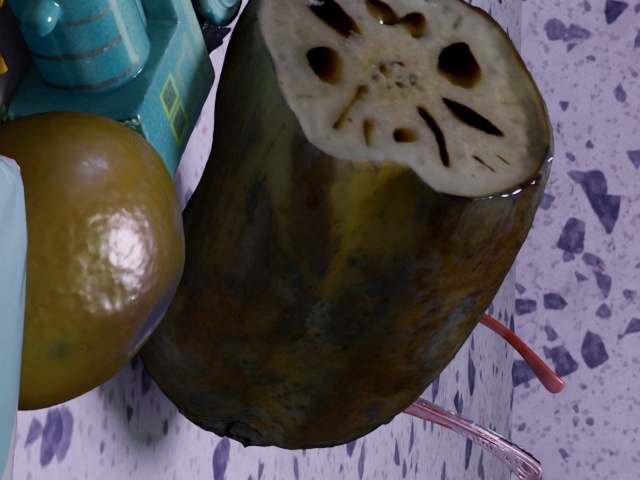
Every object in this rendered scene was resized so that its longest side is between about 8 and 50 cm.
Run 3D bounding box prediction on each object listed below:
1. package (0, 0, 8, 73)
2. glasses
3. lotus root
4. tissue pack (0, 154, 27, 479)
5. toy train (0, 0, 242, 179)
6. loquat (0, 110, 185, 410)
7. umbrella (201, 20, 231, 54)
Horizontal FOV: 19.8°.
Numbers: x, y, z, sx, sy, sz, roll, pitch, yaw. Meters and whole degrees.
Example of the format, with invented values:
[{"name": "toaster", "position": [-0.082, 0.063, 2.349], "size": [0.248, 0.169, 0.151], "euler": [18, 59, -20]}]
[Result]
[{"name": "package", "position": [-0.199, -0.148, 0.930], "size": [0.047, 0.071, 0.131], "euler": [-17, 108, -76]}, {"name": "glasses", "position": [0.101, 0.094, 1.696], "size": [0.234, 0.268, 0.118], "euler": [-59, 166, -64]}, {"name": "lotus root", "position": [0.000, 0.000, 1.273], "size": [0.346, 0.250, 0.250], "euler": [-61, -176, 37]}, {"name": "tissue pack", "position": [-0.227, 0.119, 0.616], "size": [0.266, 0.194, 0.356], "euler": [25, 67, -75]}, {"name": "toy train", "position": [-0.136, -0.180, 1.079], "size": [0.298, 0.120, 0.194], "euler": [73, 28, -48]}, {"name": "loquat", "position": [-0.151, 0.013, 0.983], "size": [0.195, 0.152, 0.152], "euler": [-40, 132, -46]}, {"name": "umbrella", "position": [-0.116, -0.112, 1.291], "size": [0.188, 0.046, 0.050], "euler": [-62, 146, -48]}]
